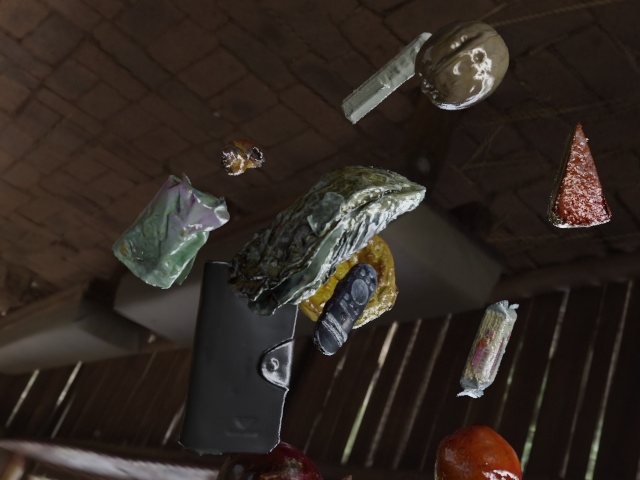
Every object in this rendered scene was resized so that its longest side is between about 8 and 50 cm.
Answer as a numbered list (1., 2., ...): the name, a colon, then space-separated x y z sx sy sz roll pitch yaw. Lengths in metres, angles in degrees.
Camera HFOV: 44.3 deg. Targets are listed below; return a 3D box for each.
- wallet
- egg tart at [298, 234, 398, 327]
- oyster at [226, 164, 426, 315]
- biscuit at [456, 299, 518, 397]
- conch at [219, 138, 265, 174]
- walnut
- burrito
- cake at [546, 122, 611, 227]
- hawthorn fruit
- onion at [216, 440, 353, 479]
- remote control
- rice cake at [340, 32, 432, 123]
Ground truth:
1. wallet: -0.149 0.226 1.485 0.197 0.378 0.051 8 -172 -13
2. egg tart: 0.049 0.106 2.239 0.341 0.341 0.129 23 152 -1
3. oyster: 0.003 -0.005 1.228 0.351 0.162 0.158 -32 150 11
4. biscuit: 0.497 0.321 2.325 0.079 0.309 0.186 20 -179 29
5. conch: -0.197 -0.211 1.941 0.080 0.233 0.086 43 116 2
6. walnut: 0.236 -0.294 1.312 0.140 0.162 0.140 54 -178 -3
7. burrito: -0.267 -0.016 1.391 0.144 0.089 0.229 39 124 -4
8. cake: 0.518 -0.125 1.658 0.116 0.221 0.086 -14 168 -4
9. hawthorn fruit: 0.403 0.583 1.938 0.211 0.211 0.299 38 -178 -28
10. onion: -0.076 0.659 1.978 0.385 0.348 0.348 -4 162 -22
11. remote control: 0.045 0.150 1.731 0.066 0.266 0.090 -23 111 43
12. rice cake: 0.147 -0.351 1.705 0.256 0.057 0.052 -37 159 29
